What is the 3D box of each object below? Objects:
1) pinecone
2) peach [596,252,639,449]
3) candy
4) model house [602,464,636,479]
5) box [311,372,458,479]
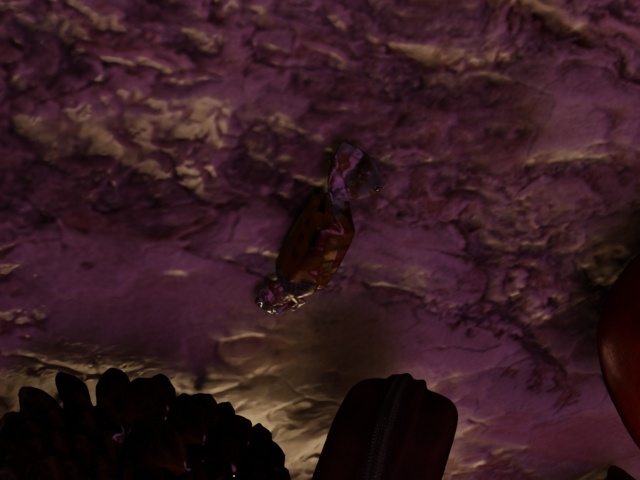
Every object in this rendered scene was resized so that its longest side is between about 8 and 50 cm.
[{"bbox_3d":[-0.140,0.229,1.053,0.292,0.246,0.246,2,128,-45],"label":"pinecone"},{"bbox_3d":[0.382,0.116,1.210,0.201,0.257,0.361,-21,143,-3],"label":"peach"},{"bbox_3d":[0.000,0.000,1.056,0.053,0.046,0.182,6,127,-30],"label":"candy"},{"bbox_3d":[0.314,0.409,1.440,0.229,0.219,0.199,-15,113,-16],"label":"model house"},{"bbox_3d":[0.018,0.309,1.091,0.263,0.108,0.404,62,46,-80],"label":"box"}]
